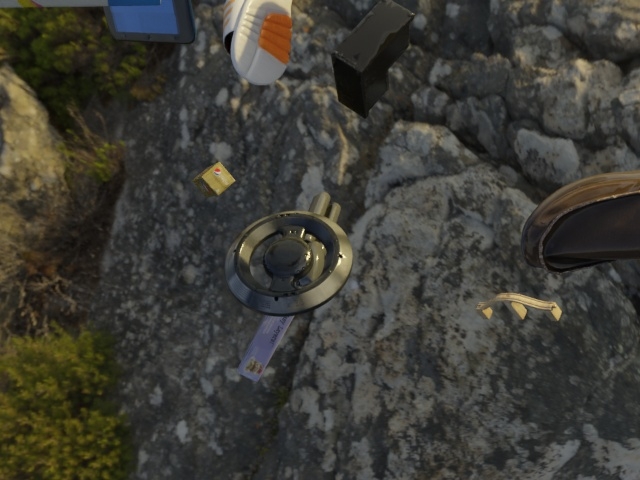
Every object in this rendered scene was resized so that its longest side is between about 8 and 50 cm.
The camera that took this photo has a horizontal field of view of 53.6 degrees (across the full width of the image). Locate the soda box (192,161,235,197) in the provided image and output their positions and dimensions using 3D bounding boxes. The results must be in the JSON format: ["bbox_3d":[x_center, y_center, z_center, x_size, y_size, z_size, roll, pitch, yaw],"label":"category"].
[{"bbox_3d":[-0.269,-0.149,1.585,0.058,0.061,0.181,-43,14,-12],"label":"soda box"}]

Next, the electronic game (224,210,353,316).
[{"bbox_3d":[-0.057,0.036,1.120,0.229,0.048,0.229,-4,50,5],"label":"electronic game"}]

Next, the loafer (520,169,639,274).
[{"bbox_3d":[0.487,-0.034,0.953,0.365,0.134,0.130,-20,28,8],"label":"loafer"}]

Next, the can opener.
[{"bbox_3d":[0.000,0.000,1.372,0.095,0.076,0.284,-25,33,39],"label":"can opener"}]

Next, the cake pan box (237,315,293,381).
[{"bbox_3d":[-0.120,0.210,1.692,0.070,0.246,0.267,28,102,-5],"label":"cake pan box"}]

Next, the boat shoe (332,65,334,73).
[{"bbox_3d":[0.101,-0.455,1.679,0.206,0.064,0.075,39,121,57],"label":"boat shoe"}]

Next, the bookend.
[{"bbox_3d":[0.102,-0.343,1.203,0.072,0.156,0.157,37,79,18],"label":"bookend"}]

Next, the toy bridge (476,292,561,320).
[{"bbox_3d":[0.398,0.135,1.297,0.188,0.063,0.026,-8,41,53],"label":"toy bridge"}]

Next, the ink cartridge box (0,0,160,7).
[{"bbox_3d":[-0.245,-0.251,0.489,0.230,0.134,0.078,-7,75,-14],"label":"ink cartridge box"}]

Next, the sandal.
[{"bbox_3d":[-0.093,-0.332,0.927,0.076,0.102,0.266,-9,60,35],"label":"sandal"}]

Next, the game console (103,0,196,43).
[{"bbox_3d":[-0.394,-0.496,1.182,0.293,0.250,0.174,15,93,38],"label":"game console"}]
